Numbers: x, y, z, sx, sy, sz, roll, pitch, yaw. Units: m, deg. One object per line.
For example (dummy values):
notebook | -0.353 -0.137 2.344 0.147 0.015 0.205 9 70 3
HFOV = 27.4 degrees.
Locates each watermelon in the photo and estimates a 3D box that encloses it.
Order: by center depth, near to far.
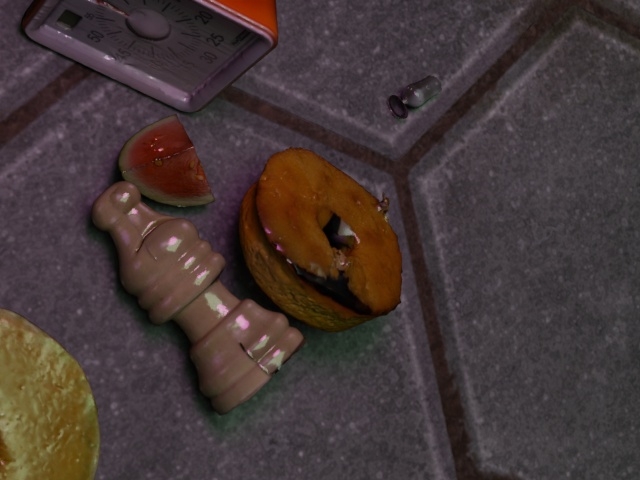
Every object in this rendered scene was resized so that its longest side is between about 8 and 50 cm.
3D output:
watermelon | -0.192 -0.097 1.657 0.135 0.094 0.125 -20 90 -44

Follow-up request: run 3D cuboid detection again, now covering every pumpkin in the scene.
pumpkin | -0.424 0.228 1.434 0.332 0.199 0.332 1 88 -26

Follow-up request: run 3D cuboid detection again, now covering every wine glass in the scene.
wine glass | 0.139 -0.207 1.893 0.083 0.042 0.039 -30 124 -31

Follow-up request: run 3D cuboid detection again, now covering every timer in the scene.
timer | -0.211 -0.290 1.602 0.250 0.257 0.161 9 70 -28

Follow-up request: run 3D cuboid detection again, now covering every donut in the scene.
donut | 0.002 0.001 1.699 0.253 0.118 0.253 33 41 -35

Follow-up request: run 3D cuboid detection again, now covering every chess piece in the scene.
chess piece | -0.173 0.060 1.637 0.307 0.139 0.124 48 49 -6
